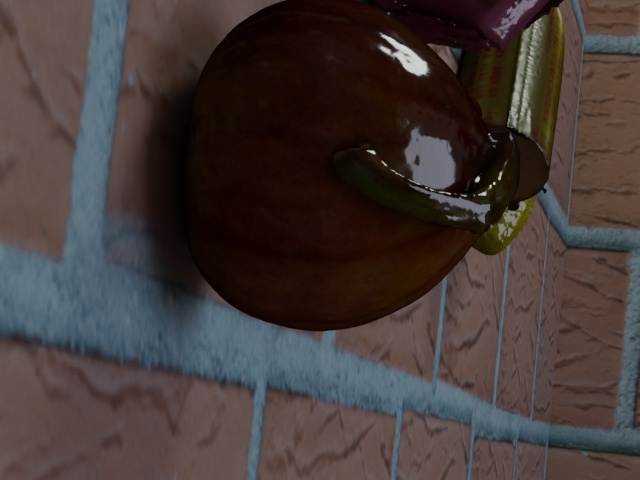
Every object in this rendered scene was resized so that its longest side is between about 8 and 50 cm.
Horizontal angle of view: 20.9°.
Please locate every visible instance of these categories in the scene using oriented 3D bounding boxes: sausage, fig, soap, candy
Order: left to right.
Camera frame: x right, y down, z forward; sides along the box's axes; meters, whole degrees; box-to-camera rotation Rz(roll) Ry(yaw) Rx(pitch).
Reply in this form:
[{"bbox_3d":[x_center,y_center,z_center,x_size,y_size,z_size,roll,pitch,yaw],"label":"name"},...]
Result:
[{"bbox_3d":[0.016,-0.041,0.985,0.205,0.205,0.205,5,90,-77],"label":"fig"},{"bbox_3d":[0.142,-0.279,1.473,0.289,0.182,0.112,-47,157,-13],"label":"soap"},{"bbox_3d":[0.209,-0.073,2.027,0.106,0.094,0.199,35,59,-34],"label":"candy"},{"bbox_3d":[0.214,-0.195,1.957,0.125,0.117,0.317,81,17,-51],"label":"sausage"}]
